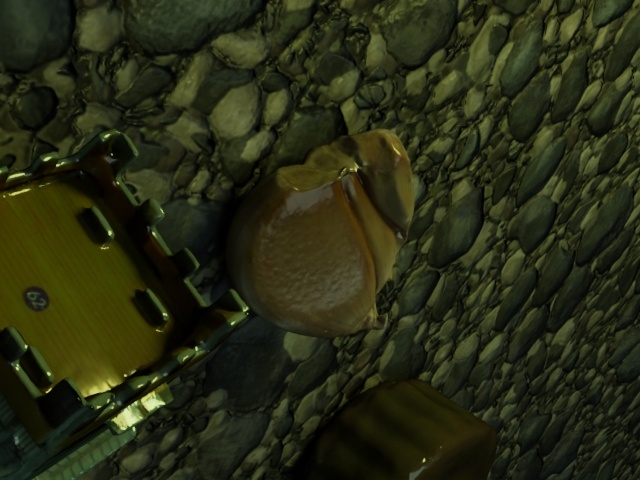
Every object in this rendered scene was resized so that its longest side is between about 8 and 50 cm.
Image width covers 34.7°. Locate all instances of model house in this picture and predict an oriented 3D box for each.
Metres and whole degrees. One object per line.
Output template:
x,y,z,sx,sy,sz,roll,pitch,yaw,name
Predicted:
-0.214,0.060,0.758,0.215,0.224,0.198,-39,175,33,model house

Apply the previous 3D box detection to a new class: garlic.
0.000,0.000,1.108,0.217,0.110,0.228,-23,124,-19,garlic

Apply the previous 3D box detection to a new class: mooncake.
0.104,0.339,1.449,0.290,0.161,0.290,-30,140,-30,mooncake
